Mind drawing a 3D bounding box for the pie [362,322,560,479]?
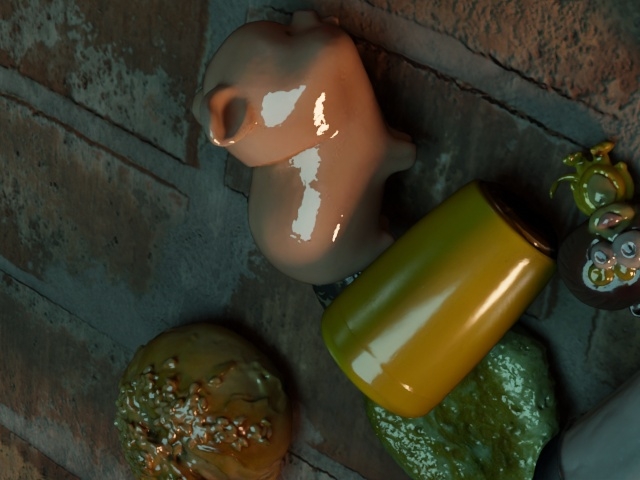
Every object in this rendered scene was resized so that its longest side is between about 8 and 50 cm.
[{"bbox_3d":[0.181,0.220,1.742,0.323,0.070,0.323,21,124,34],"label":"pie"}]

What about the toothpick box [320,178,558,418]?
[{"bbox_3d":[0.145,0.059,1.576,0.175,0.175,0.271,46,107,10],"label":"toothpick box"}]

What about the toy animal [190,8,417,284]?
[{"bbox_3d":[-0.022,-0.111,1.629,0.269,0.237,0.326,6,101,-11],"label":"toy animal"}]

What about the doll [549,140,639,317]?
[{"bbox_3d":[0.313,-0.007,1.491,0.145,0.096,0.188,-44,79,14],"label":"doll"}]

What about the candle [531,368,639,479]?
[{"bbox_3d":[0.395,0.239,1.481,0.221,0.221,0.342,48,129,8],"label":"candle"}]

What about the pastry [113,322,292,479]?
[{"bbox_3d":[-0.187,0.275,1.979,0.284,0.184,0.316,43,132,14],"label":"pastry"}]

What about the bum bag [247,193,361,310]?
[{"bbox_3d":[-0.001,0.001,1.768,0.102,0.069,0.248,-35,87,7],"label":"bum bag"}]
